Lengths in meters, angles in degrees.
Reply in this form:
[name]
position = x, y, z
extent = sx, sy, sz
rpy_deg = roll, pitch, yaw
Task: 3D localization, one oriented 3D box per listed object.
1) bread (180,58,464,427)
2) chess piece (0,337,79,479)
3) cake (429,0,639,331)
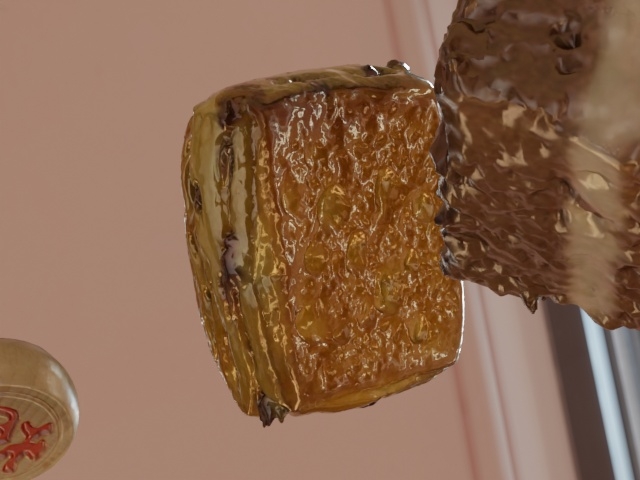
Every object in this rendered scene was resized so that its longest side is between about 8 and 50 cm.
[bread]
position = 0.000, 0.000, 1.113
extent = 0.210, 0.235, 0.099
rpy_deg = -13, 8, -44
[chess piece]
position = -0.165, 0.088, 0.823
extent = 0.083, 0.038, 0.084
rpy_deg = -10, -46, -11
[cake]
position = 0.117, -0.047, 0.493
extent = 0.147, 0.135, 0.135
rpy_deg = 12, -22, 13
